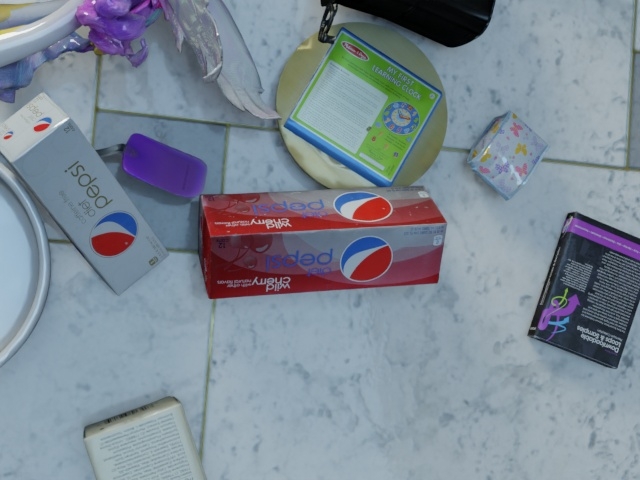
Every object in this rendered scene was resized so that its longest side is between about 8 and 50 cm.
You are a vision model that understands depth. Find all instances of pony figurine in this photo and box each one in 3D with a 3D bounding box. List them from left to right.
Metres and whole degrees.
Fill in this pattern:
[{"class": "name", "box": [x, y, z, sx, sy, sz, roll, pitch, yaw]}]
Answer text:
[{"class": "pony figurine", "box": [-0.200, -0.277, 1.124, 0.363, 0.303, 0.351, -17, 82, 2]}]

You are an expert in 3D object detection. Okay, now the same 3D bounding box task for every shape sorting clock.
[{"class": "shape sorting clock", "box": [0.048, -0.151, 1.268, 0.206, 0.040, 0.206, 1, 86, -12]}]

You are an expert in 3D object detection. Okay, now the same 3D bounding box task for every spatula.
[{"class": "spatula", "box": [-0.269, -0.097, 1.186, 0.296, 0.084, 0.030, 9, 127, -7]}]

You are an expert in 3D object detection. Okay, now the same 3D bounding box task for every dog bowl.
[{"class": "dog bowl", "box": [-0.410, 0.027, 1.120, 0.264, 0.104, 0.265, 1, 87, -13]}]

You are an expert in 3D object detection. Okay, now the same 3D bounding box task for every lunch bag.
[{"class": "lunch bag", "box": [0.217, -0.099, 1.300, 0.071, 0.053, 0.083, 38, 70, -11]}]

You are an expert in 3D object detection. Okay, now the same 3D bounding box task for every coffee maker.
[{"class": "coffee maker", "box": [0.098, -0.282, 1.246, 0.178, 0.120, 0.171, 17, 104, -20]}]

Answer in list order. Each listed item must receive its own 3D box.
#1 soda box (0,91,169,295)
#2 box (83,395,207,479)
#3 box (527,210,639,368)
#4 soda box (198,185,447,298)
[{"class": "soda box", "box": [-0.243, -0.043, 1.121, 0.074, 0.069, 0.216, -40, 135, -11]}, {"class": "box", "box": [-0.159, 0.314, 1.169, 0.113, 0.094, 0.275, -17, 92, -13]}, {"class": "box", "box": [0.329, 0.061, 1.330, 0.116, 0.029, 0.162, 22, 81, -10]}, {"class": "soda box", "box": [0.000, 0.000, 1.211, 0.263, 0.092, 0.084, -3, 123, -13]}]
